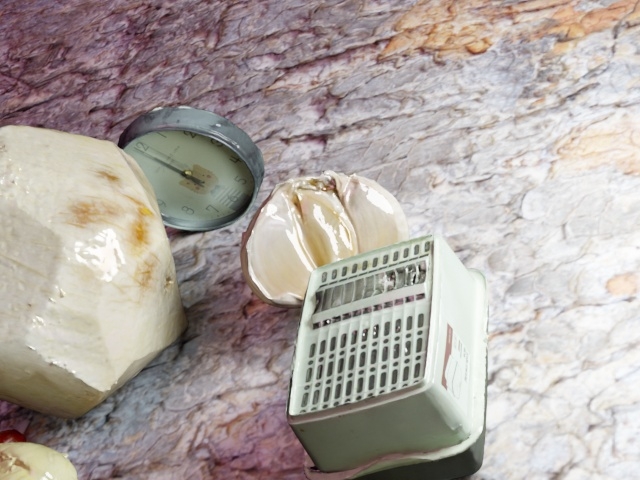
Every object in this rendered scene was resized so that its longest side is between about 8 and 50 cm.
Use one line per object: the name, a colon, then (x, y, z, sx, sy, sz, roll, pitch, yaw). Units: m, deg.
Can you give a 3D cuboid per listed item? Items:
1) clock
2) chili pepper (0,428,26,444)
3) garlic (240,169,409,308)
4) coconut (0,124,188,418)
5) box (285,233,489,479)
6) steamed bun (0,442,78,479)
clock: (-0.197, -0.103, 2.051, 0.226, 0.226, 0.049, -16, 43, 23)
chili pepper: (-0.500, 0.349, 1.848, 0.253, 0.136, 0.144, -46, -9, -37)
garlic: (0.000, 0.000, 1.831, 0.229, 0.178, 0.143, -16, 1, -9)
coconut: (-0.363, 0.043, 1.885, 0.415, 0.415, 0.344, -39, 24, -9)
box: (0.084, 0.144, 1.571, 0.220, 0.166, 0.290, -16, 37, 22)
steamed bun: (-0.394, 0.380, 1.643, 0.232, 0.166, 0.273, -12, 36, 36)
